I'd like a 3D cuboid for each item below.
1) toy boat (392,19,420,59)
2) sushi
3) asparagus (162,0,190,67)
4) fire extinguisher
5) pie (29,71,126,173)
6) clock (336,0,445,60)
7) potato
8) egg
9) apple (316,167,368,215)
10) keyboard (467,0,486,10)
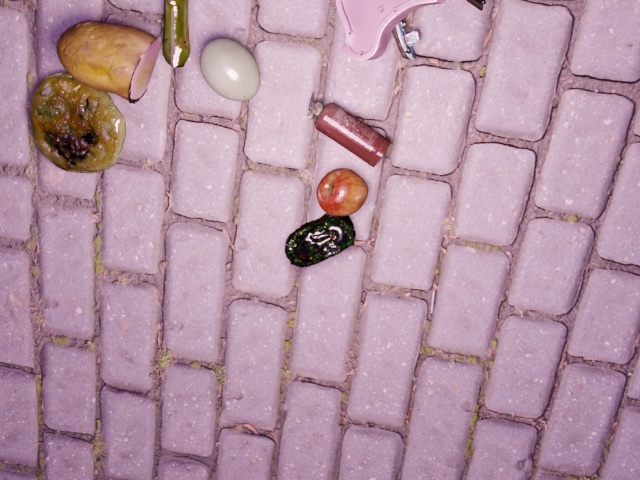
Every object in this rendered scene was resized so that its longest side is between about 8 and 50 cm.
[{"bbox_3d":[0.241,-0.570,1.683,0.066,0.059,0.140,-11,108,29],"label":"toy boat"},{"bbox_3d":[0.000,0.000,1.858,0.225,0.127,0.124,-24,103,11],"label":"sushi"},{"bbox_3d":[-0.409,-0.668,1.715,0.082,0.085,0.343,4,107,1],"label":"asparagus"},{"bbox_3d":[0.071,-0.328,1.766,0.269,0.105,0.104,33,108,-4],"label":"fire extinguisher"},{"bbox_3d":[-0.751,-0.345,1.861,0.323,0.070,0.323,2,109,7],"label":"pie"},{"bbox_3d":[0.184,-0.623,1.613,0.290,0.080,0.275,8,109,28],"label":"clock"},{"bbox_3d":[-0.612,-0.525,1.716,0.266,0.229,0.229,22,109,-5],"label":"potato"},{"bbox_3d":[-0.255,-0.483,1.719,0.149,0.149,0.192,-38,106,16],"label":"egg"},{"bbox_3d":[0.067,-0.142,1.799,0.131,0.146,0.146,16,116,-46],"label":"apple"},{"bbox_3d":[0.307,-0.696,1.547,0.317,0.106,0.027,19,145,-32],"label":"keyboard"}]
